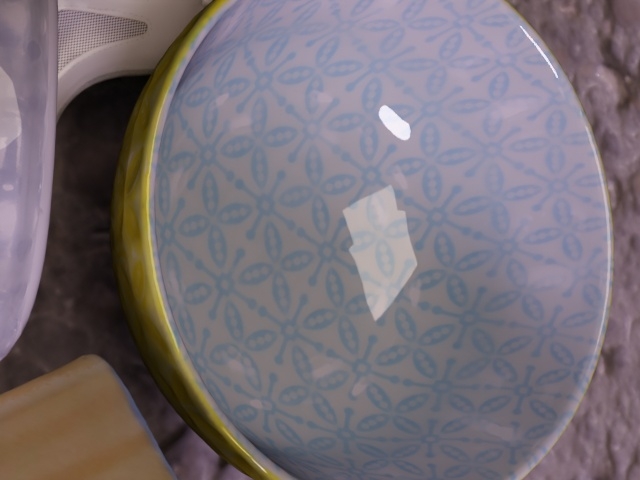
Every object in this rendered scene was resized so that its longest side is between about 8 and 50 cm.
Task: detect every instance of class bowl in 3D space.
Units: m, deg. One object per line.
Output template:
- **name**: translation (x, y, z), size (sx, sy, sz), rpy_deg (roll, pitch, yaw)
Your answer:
- **bowl**: translation (0.000, 0.000, 0.756), size (0.290, 0.156, 0.289), rpy_deg (4, 83, -34)

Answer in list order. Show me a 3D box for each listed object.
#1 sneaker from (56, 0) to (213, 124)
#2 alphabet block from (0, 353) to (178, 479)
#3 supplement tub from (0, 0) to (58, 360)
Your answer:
- **sneaker**: translation (-0.098, -0.157, 0.773), size (0.330, 0.122, 0.146), rpy_deg (-48, 114, -22)
- **alphabet block**: translation (-0.150, 0.194, 0.598), size (0.197, 0.192, 0.193), rpy_deg (-24, 73, -30)
- **supplement tub**: translation (-0.269, -0.049, 0.541), size (0.316, 0.193, 0.193), rpy_deg (3, 78, -19)
